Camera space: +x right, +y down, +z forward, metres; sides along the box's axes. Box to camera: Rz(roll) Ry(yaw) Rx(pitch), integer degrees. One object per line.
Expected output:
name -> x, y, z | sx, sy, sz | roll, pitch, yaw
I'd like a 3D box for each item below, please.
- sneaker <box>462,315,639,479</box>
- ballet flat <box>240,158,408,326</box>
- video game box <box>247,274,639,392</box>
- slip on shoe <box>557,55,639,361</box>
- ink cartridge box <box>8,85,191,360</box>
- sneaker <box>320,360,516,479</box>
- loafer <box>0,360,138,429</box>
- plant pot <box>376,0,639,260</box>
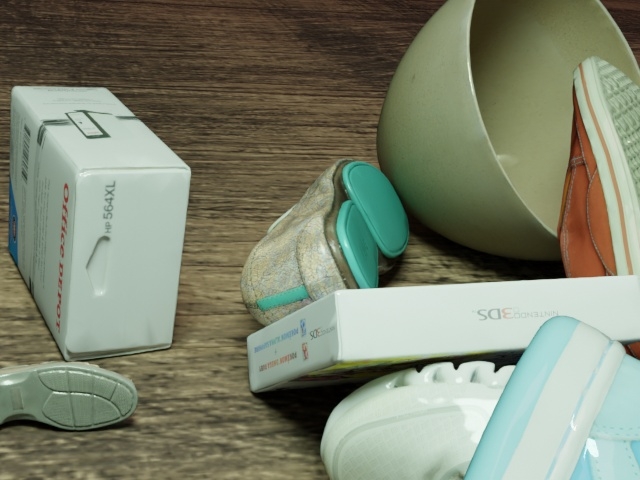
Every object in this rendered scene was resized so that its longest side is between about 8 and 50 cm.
sneaker -> 0.130, 0.180, 0.390 | 0.208, 0.127, 0.319 | 23, 52, 13
ballet flat -> 0.000, 0.000, 0.859 | 0.106, 0.107, 0.316 | -25, 3, 14
video game box -> 0.073, 0.064, 0.684 | 0.205, 0.048, 0.187 | -2, -10, -21
slip on shoe -> 0.239, -0.027, 0.855 | 0.123, 0.101, 0.331 | 28, 46, -27
ink cartridge box -> -0.178, -0.021, 0.805 | 0.086, 0.148, 0.203 | -4, 26, -29
sneaker -> 0.135, 0.149, 0.559 | 0.292, 0.110, 0.118 | 12, 32, 14
loafer -> -0.180, 0.095, 0.667 | 0.125, 0.045, 0.039 | 0, 17, -11
plant pot -> 0.166, -0.102, 1.007 | 0.284, 0.284, 0.191 | -17, -3, -44
